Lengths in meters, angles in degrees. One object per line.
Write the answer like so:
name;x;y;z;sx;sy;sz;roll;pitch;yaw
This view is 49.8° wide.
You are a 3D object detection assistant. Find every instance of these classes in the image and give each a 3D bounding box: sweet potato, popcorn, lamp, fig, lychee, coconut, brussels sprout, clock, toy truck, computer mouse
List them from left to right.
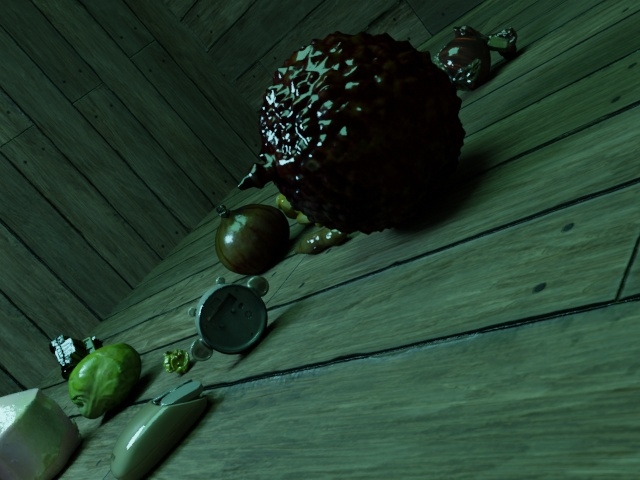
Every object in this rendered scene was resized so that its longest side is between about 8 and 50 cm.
coconut;-0.773;0.509;1.800;0.233;0.245;0.233;-39;10;9
toy truck;-0.667;0.351;2.015;0.127;0.257;0.127;-37;58;4
brussels sprout;-0.585;0.375;1.888;0.223;0.161;0.223;-43;6;6
computer mouse;-0.326;0.371;1.372;0.236;0.082;0.145;-47;14;-20
popcorn;-0.354;0.301;1.720;0.083;0.068;0.060;11;94;45
clock;-0.193;0.167;1.487;0.229;0.156;0.063;-48;15;-15
fig;-0.205;-0.012;2.012;0.235;0.214;0.235;-41;-12;-11
sweet potato;0.003;-0.002;1.709;0.065;0.051;0.218;-33;6;-36
lychee;0.057;-0.209;1.402;0.499;0.425;0.424;-22;5;-24
lamp;0.429;-0.520;1.954;0.151;0.215;0.223;11;-81;-68

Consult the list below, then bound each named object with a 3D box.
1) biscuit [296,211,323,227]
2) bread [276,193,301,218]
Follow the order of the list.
biscuit;0.032;-0.079;1.789;0.164;0.047;0.208;-24;9;-15
bread;0.009;-0.150;1.994;0.311;0.121;0.173;-25;10;41
